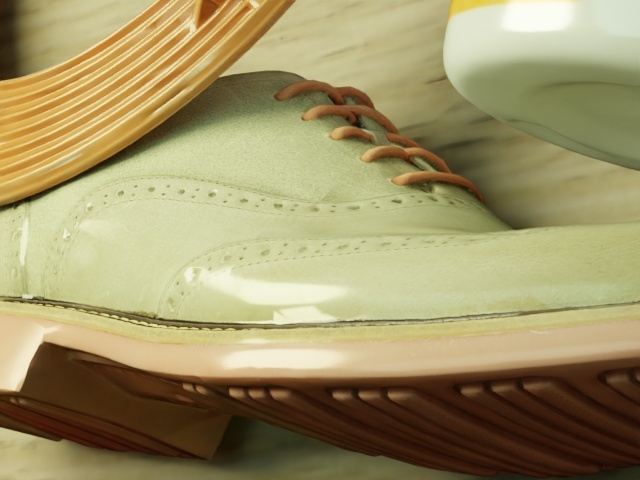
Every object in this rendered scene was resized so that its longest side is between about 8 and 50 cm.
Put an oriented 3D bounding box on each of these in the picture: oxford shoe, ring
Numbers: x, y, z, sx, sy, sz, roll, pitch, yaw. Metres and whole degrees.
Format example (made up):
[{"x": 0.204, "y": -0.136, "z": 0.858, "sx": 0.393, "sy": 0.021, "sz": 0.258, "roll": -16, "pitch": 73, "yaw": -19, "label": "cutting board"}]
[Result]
[{"x": 0.000, "y": 0.000, "z": 0.635, "sx": 0.397, "sy": 0.140, "sz": 0.146, "roll": 0, "pitch": 71, "yaw": 35, "label": "oxford shoe"}, {"x": -0.093, "y": -0.160, "z": 0.750, "sx": 0.336, "sy": 0.032, "sz": 0.336, "roll": -26, "pitch": 43, "yaw": 27, "label": "ring"}]

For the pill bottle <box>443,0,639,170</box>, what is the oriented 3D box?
[{"x": 0.141, "y": -0.163, "z": 0.570, "sx": 0.152, "sy": 0.152, "sz": 0.272, "roll": 9, "pitch": 81, "yaw": 38, "label": "pill bottle"}]
